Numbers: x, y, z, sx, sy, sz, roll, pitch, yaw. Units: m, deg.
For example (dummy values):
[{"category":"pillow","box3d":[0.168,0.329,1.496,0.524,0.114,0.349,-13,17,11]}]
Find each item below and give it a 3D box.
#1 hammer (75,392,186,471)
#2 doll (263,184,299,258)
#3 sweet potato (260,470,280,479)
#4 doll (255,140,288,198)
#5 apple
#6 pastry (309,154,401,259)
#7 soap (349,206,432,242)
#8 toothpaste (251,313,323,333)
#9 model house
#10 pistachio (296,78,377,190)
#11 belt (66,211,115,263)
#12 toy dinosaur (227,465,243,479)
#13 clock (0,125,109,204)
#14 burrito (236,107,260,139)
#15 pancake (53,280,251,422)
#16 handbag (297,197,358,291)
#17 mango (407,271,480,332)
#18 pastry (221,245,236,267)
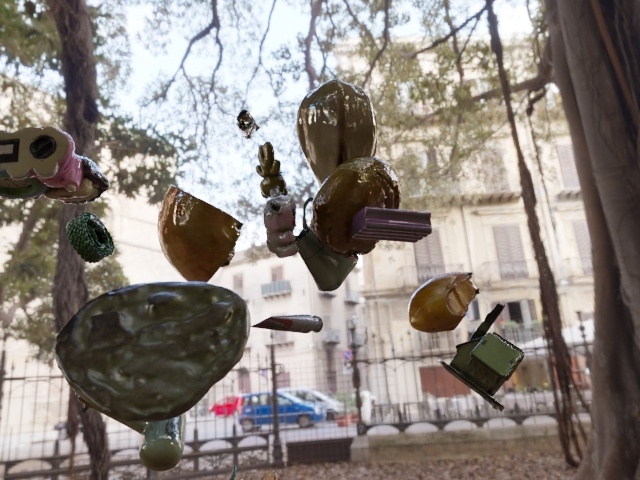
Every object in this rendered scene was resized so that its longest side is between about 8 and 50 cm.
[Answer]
[{"category":"hammer","box3d":[-0.487,0.455,1.340,0.306,0.113,0.202,35,7,-19]},{"category":"doll","box3d":[-0.108,-0.044,1.441,0.095,0.191,0.149,-5,19,2]},{"category":"sweet potato","box3d":[-0.182,0.967,1.955,0.097,0.251,0.097,-2,28,1]},{"category":"doll","box3d":[-0.176,-0.256,1.917,0.137,0.209,0.097,-6,3,42]},{"category":"apple","box3d":[-0.354,-0.021,1.550,0.253,0.313,0.309,-13,7,-10]},{"category":"pastry","box3d":[0.116,-0.097,1.626,0.164,0.355,0.356,36,8,33]},{"category":"soap","box3d":[0.197,-0.042,1.455,0.203,0.065,0.122,4,-16,-17]},{"category":"toothpaste","box3d":[-0.089,0.235,1.496,0.089,0.057,0.234,-31,-29,35]},{"category":"model house","box3d":[0.535,0.341,1.592,0.218,0.278,0.205,37,-3,28]},{"category":"pistachio","box3d":[0.055,-0.349,1.820,0.282,0.365,0.445,-1,-45,-4]},{"category":"belt","box3d":[-0.680,-0.005,1.532,0.079,0.151,0.121,-23,12,12]},{"category":"toy dinosaur","box3d":[-0.376,0.852,1.575,0.331,0.129,0.383,-8,18,-20]},{"category":"clock","box3d":[-0.502,-0.124,0.945,0.194,0.100,0.195,-3,-15,0]},{"category":"burrito","box3d":[-0.181,-0.285,1.294,0.042,0.051,0.171,29,0,-4]},{"category":"pancake","box3d":[-0.257,0.156,0.811,0.295,0.294,0.049,-3,-51,-5]},{"category":"handbag","box3d":[0.000,0.000,1.768,0.109,0.241,0.315,-8,-60,40]},{"category":"mango","box3d":[0.341,0.180,1.473,0.252,0.154,0.126,-29,-30,-32]},{"category":"pastry","box3d":[-0.421,-0.002,2.005,0.132,0.240,0.235,-26,-54,39]}]
